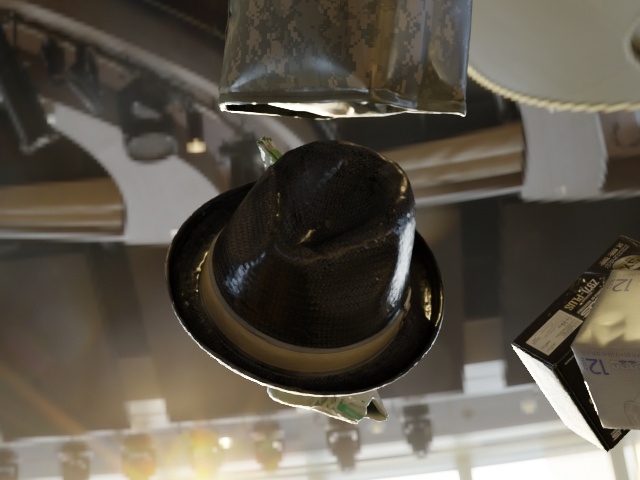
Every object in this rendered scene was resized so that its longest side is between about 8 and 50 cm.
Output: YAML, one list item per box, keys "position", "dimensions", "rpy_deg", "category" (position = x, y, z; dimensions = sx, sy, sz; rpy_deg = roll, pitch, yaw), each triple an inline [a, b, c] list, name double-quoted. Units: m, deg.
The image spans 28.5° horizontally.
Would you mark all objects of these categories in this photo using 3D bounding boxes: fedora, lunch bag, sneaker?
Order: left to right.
- position: [0.000, 0.000, 1.320]
  dimensions: [0.334, 0.334, 0.152]
  rpy_deg: [2, -48, -18]
  category: "fedora"
- position: [0.010, -0.246, 1.300]
  dimensions: [0.169, 0.235, 0.287]
  rpy_deg: [1, 4, -45]
  category: "lunch bag"
- position: [0.020, 0.212, 1.728]
  dimensions: [0.212, 0.094, 0.080]
  rpy_deg: [12, -62, -50]
  category: "sneaker"

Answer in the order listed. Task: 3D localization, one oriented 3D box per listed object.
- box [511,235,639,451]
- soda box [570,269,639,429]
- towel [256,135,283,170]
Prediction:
- position: [0.321, 0.112, 1.377]
  dimensions: [0.180, 0.077, 0.147]
  rpy_deg: [-42, -59, -11]
  category: "box"
- position: [0.338, 0.084, 0.924]
  dimensions: [0.286, 0.098, 0.091]
  rpy_deg: [-2, -53, 38]
  category: "soda box"
- position: [-0.037, -0.067, 1.723]
  dimensions: [0.023, 0.152, 0.113]
  rpy_deg: [-26, -52, -12]
  category: "towel"
